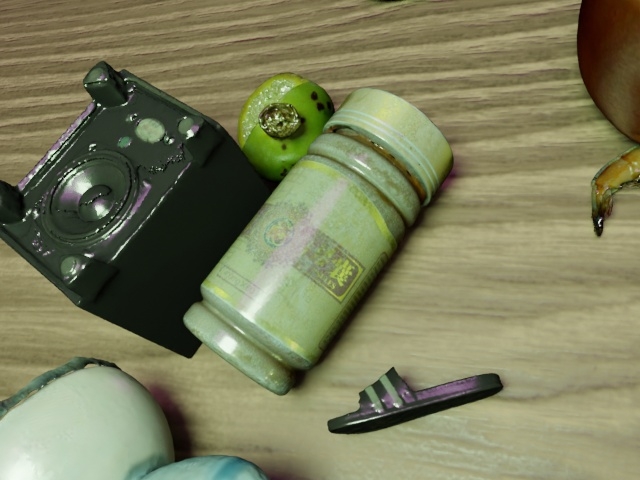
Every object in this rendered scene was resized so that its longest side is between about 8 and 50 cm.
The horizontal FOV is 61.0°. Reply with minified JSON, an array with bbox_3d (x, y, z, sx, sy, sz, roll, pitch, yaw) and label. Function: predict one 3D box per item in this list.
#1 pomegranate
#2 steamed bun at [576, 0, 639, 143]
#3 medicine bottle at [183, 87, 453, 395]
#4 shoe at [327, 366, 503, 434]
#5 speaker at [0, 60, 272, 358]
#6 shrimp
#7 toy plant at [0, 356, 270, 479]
[{"bbox_3d":[-0.038,-0.138,0.703,0.143,0.122,0.169,-46,25,-1],"label":"pomegranate"},{"bbox_3d":[0.421,-0.294,0.564,0.379,0.235,0.248,-46,60,-8],"label":"steamed bun"},{"bbox_3d":[0.000,0.000,0.610,0.151,0.151,0.323,31,77,28],"label":"medicine bottle"},{"bbox_3d":[0.091,0.153,0.555,0.179,0.071,0.049,-17,60,3],"label":"shoe"},{"bbox_3d":[-0.200,-0.025,0.631,0.184,0.254,0.232,30,78,27],"label":"speaker"},{"bbox_3d":[0.369,-0.025,0.565,0.147,0.035,0.195,-23,53,4],"label":"shrimp"},{"bbox_3d":[-0.146,0.283,0.489,0.332,0.247,0.247,23,74,22],"label":"toy plant"}]
